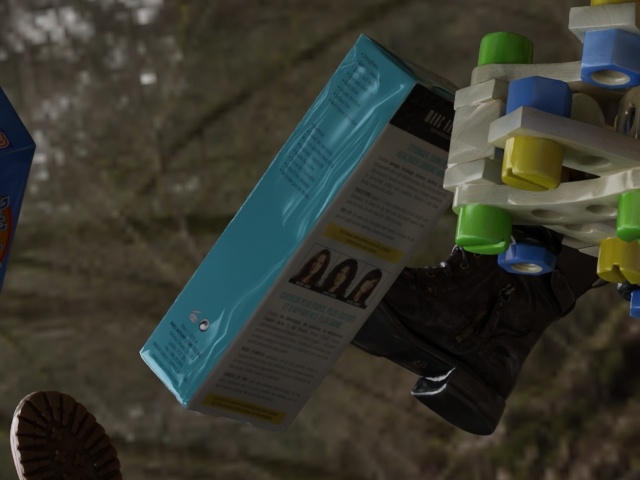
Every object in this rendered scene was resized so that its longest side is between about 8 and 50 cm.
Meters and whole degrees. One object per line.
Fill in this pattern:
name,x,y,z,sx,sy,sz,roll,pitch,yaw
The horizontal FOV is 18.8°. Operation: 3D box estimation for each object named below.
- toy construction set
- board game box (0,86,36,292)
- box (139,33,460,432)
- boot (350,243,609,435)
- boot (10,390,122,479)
toy construction set,0.200,-0.019,1.048,0.215,0.327,0.151,-17,46,54
board game box,-0.253,-0.076,1.198,0.210,0.047,0.160,55,145,26
box,0.000,0.000,1.183,0.100,0.244,0.060,22,-162,-50
boot,0.124,0.017,1.685,0.263,0.229,0.091,44,156,-21
boot,-0.150,0.156,1.125,0.084,0.059,0.158,5,121,53
